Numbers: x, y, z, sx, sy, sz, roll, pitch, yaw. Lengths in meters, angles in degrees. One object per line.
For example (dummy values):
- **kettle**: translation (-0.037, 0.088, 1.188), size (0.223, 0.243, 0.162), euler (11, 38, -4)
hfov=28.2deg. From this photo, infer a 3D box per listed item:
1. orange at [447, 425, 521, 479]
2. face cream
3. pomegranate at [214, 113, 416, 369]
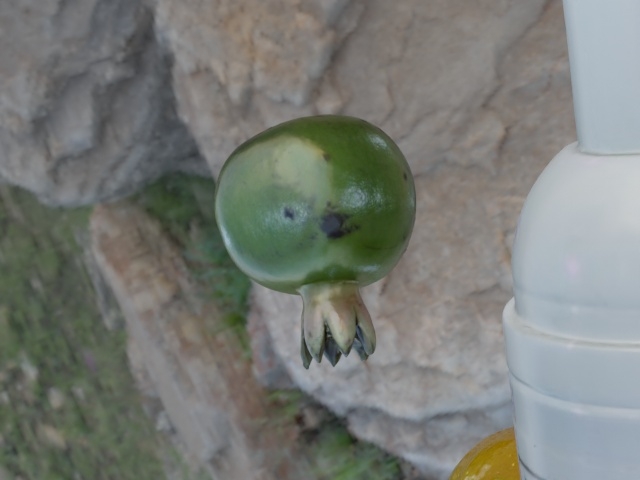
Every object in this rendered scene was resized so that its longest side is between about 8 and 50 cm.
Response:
- **orange**: translation (0.168, 0.225, 0.850), size (0.158, 0.179, 0.237), euler (92, -176, -63)
- **face cream**: translation (0.139, 0.047, 0.474), size (0.145, 0.145, 0.369), euler (5, 107, 56)
- **pomegranate**: translation (0.002, 0.000, 1.137), size (0.187, 0.187, 0.225), euler (-30, 63, 59)
